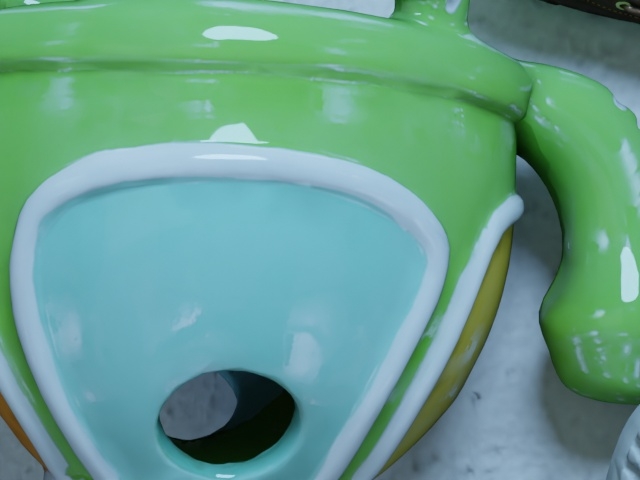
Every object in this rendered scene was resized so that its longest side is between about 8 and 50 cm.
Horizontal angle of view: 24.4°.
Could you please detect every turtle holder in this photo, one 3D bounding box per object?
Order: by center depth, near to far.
[{"bbox_3d":[-0.016,0.000,0.651,0.243,0.320,0.227,-5,81,54],"label":"turtle holder"}]

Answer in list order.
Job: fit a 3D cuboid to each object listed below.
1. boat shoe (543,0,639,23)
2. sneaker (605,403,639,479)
[{"bbox_3d":[0.162,-0.126,0.656,0.207,0.073,0.073,9,88,22],"label":"boat shoe"},{"bbox_3d":[0.189,0.209,0.571,0.127,0.126,0.321,-5,92,-22],"label":"sneaker"}]
